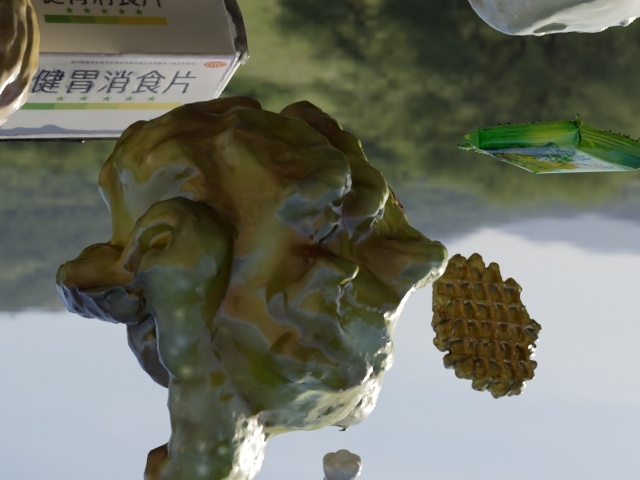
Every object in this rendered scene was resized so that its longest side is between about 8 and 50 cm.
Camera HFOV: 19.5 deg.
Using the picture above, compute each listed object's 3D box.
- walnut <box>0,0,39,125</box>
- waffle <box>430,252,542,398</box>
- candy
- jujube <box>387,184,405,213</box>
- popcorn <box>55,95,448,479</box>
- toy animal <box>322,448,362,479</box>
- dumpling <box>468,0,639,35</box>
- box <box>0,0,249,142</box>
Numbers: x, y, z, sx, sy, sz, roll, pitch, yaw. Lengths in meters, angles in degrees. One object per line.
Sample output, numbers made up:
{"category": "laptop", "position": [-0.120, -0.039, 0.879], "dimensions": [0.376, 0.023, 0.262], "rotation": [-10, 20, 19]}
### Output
{"category": "walnut", "position": [-0.363, -0.194, 1.751], "dimensions": [0.198, 0.198, 0.245], "rotation": [0, -135, -35]}
{"category": "waffle", "position": [0.201, 0.104, 2.273], "dimensions": [0.191, 0.191, 0.038], "rotation": [0, 156, -40]}
{"category": "candy", "position": [0.221, -0.087, 1.758], "dimensions": [0.102, 0.032, 0.178], "rotation": [20, 169, -31]}
{"category": "jujube", "position": [0.000, 0.000, 1.859], "dimensions": [0.176, 0.112, 0.109], "rotation": [-37, 141, 14]}
{"category": "popcorn", "position": [-0.041, 0.035, 1.456], "dimensions": [0.325, 0.290, 0.321], "rotation": [39, -154, -28]}
{"category": "toy animal", "position": [0.000, 0.361, 1.906], "dimensions": [0.140, 0.282, 0.138], "rotation": [-18, -136, -31]}
{"category": "dumpling", "position": [0.222, -0.304, 1.796], "dimensions": [0.315, 0.233, 0.395], "rotation": [-4, 168, 43]}
{"category": "box", "position": [-0.267, -0.213, 2.077], "dimensions": [0.333, 0.145, 0.173], "rotation": [-2, 152, -25]}
